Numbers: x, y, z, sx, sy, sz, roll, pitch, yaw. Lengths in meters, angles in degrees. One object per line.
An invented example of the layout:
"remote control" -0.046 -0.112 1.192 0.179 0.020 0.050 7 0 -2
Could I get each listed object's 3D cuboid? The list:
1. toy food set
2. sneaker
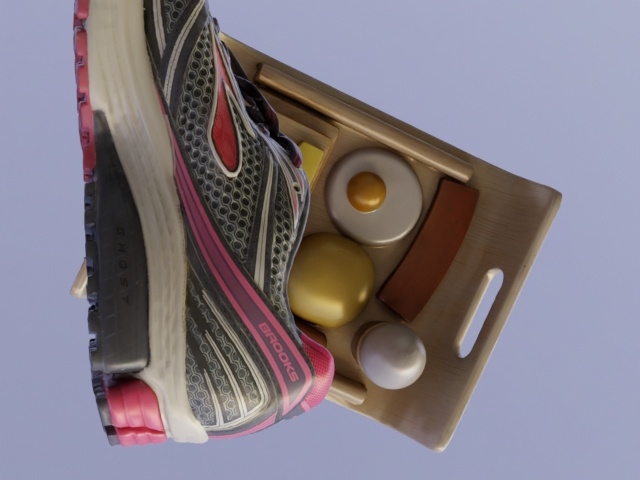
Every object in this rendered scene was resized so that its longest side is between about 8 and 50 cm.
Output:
"toy food set" 0.000 0.000 1.222 0.306 0.092 0.219 25 -90 -16
"sneaker" -0.062 -0.053 0.807 0.112 0.121 0.299 -3 -96 -9
